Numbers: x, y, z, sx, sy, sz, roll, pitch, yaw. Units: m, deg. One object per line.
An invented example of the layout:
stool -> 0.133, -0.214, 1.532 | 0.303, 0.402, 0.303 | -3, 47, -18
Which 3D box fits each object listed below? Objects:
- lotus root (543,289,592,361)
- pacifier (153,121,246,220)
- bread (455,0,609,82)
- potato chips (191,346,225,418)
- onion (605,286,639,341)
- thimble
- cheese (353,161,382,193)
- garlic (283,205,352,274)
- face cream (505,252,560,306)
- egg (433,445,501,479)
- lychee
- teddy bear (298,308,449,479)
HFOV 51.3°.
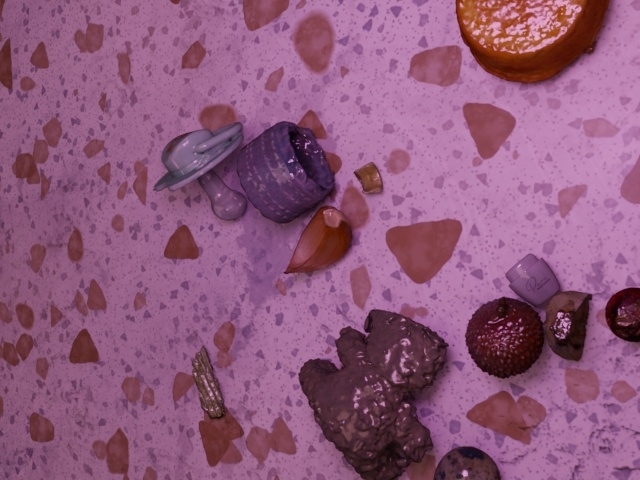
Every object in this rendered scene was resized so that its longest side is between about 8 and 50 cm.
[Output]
lotus root -> 0.484, 0.166, 1.332 | 0.070, 0.144, 0.143 | 10, 88, 33
pacifier -> -0.288, -0.178, 1.795 | 0.269, 0.288, 0.343 | 55, 163, -23
bread -> 0.414, -0.483, 1.352 | 0.312, 0.172, 0.312 | 0, 91, 30
potato chips -> -0.329, 0.413, 1.910 | 0.092, 0.028, 0.207 | -29, 77, 27
onion -> 0.601, 0.143, 1.285 | 0.107, 0.097, 0.107 | 0, 90, -7
thimble -> -0.084, -0.173, 1.661 | 0.172, 0.205, 0.236 | -32, 49, 24
cheese -> 0.120, -0.140, 1.617 | 0.060, 0.041, 0.084 | -25, 61, 23
garlic -> 0.007, 0.006, 1.652 | 0.115, 0.128, 0.206 | 29, 116, -16
face cream -> 0.441, 0.083, 1.384 | 0.091, 0.091, 0.095 | -46, 76, 24
egg -> 0.311, 0.533, 1.437 | 0.141, 0.141, 0.181 | 26, 112, 30
lychee -> 0.378, 0.194, 1.376 | 0.165, 0.165, 0.197 | -4, 130, 32
teddy bear -> 0.147, 0.337, 1.535 | 0.367, 0.224, 0.357 | -42, 67, 9
